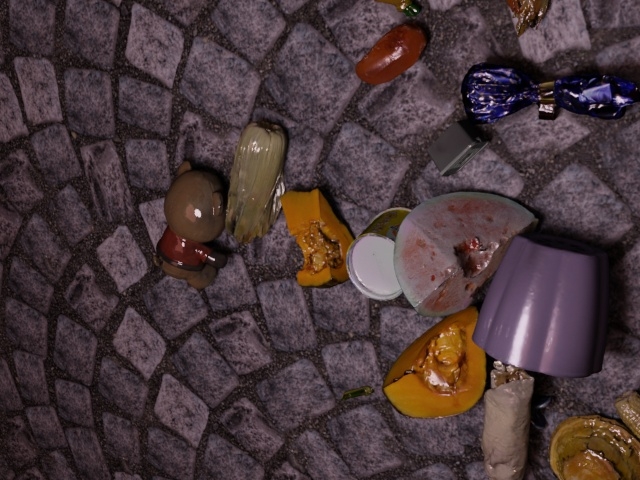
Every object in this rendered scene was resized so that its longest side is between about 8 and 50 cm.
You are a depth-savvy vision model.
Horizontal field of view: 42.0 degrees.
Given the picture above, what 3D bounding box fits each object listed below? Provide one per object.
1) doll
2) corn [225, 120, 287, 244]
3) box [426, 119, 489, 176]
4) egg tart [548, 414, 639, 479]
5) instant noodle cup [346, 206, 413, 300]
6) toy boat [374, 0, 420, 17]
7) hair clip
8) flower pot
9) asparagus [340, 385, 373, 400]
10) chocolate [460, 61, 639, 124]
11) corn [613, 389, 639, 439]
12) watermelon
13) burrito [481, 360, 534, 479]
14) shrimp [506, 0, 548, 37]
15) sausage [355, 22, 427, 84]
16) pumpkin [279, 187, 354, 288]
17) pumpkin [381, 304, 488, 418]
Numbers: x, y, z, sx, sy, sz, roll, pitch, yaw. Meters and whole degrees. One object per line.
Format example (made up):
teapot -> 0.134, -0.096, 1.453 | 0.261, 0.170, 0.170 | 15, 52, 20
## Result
doll -> -0.343, -0.031, 2.167 | 0.235, 0.174, 0.330 | 44, 125, 40
corn -> -0.160, -0.142, 2.043 | 0.122, 0.123, 0.305 | 23, 119, 21
box -> 0.289, -0.199, 1.770 | 0.122, 0.084, 0.069 | -45, 72, 34
egg tart -> 0.602, 0.496, 1.813 | 0.241, 0.106, 0.241 | 14, 115, 32
instant noodle cup -> 0.157, 0.036, 1.893 | 0.204, 0.153, 0.205 | 11, 112, 30
toy boat -> 0.136, -0.570, 1.739 | 0.088, 0.089, 0.230 | -19, 98, -4
hair clip -> 0.397, 0.341, 1.925 | 0.275, 0.048, 0.083 | 23, 128, 29
flower pot -> 0.465, 0.120, 1.684 | 0.265, 0.265, 0.243 | 18, 103, 26
asparagus -> 0.089, 0.394, 2.143 | 0.108, 0.025, 0.021 | -22, 104, 36
chocolate -> 0.456, -0.283, 1.619 | 0.343, 0.126, 0.148 | 6, 149, 28
corn -> 0.724, 0.433, 1.722 | 0.288, 0.086, 0.086 | 48, 125, 10
watermelon -> 0.281, 0.026, 1.781 | 0.188, 0.321, 0.175 | 53, 159, 34
burrito -> 0.418, 0.434, 1.882 | 0.117, 0.076, 0.392 | 26, 133, 38
shrimp -> 0.393, -0.503, 1.611 | 0.115, 0.051, 0.217 | 16, 116, 34
sausage -> 0.148, -0.393, 1.782 | 0.179, 0.089, 0.089 | -35, 87, 34
pumpkin -> 0.001, -0.005, 2.004 | 0.130, 0.126, 0.248 | -17, 79, 43
pumpkin -> 0.304, 0.282, 1.911 | 0.169, 0.148, 0.312 | 43, 120, -9
